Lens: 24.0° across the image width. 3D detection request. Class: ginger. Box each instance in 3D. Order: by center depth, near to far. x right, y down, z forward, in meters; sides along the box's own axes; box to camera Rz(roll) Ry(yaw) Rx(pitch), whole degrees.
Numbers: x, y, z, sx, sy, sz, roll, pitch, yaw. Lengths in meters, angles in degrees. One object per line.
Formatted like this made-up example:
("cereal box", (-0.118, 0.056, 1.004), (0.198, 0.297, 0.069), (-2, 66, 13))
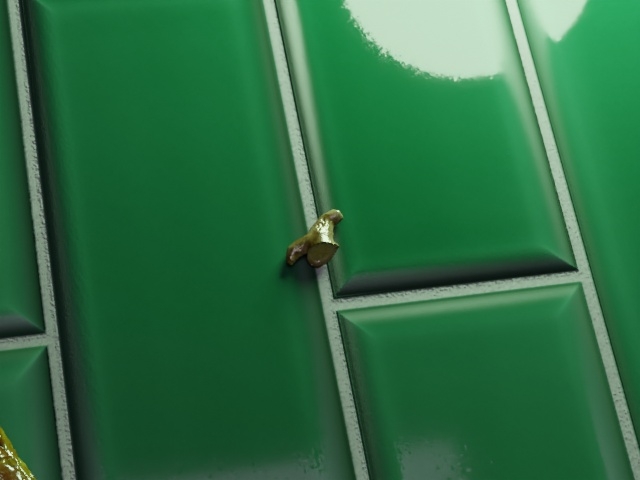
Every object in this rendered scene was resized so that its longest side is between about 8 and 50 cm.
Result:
("ginger", (0.000, 0.001, 1.855), (0.048, 0.030, 0.097), (41, 68, 13))

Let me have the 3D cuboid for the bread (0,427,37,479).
("bread", (-0.377, 0.268, 1.633), (0.132, 0.103, 0.172), (-32, 76, -17))
